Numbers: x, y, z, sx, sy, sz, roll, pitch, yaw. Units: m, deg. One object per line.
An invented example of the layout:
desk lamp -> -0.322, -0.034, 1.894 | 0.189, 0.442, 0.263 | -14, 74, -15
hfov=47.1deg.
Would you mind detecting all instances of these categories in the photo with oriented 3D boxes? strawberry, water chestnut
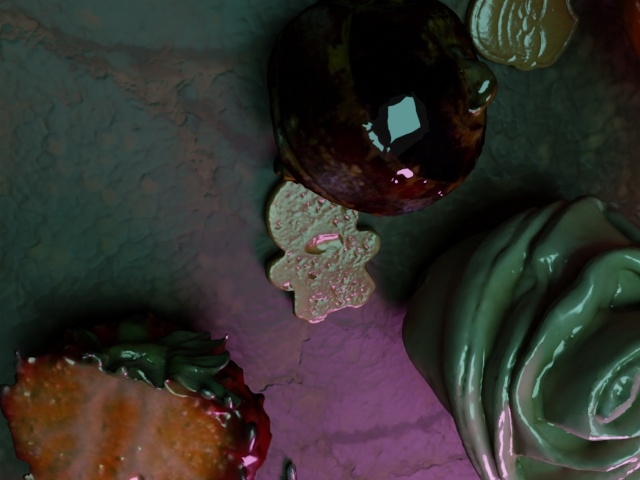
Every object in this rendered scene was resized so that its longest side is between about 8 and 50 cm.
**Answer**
strawberry -> -0.173, 0.204, 0.776 | 0.253, 0.150, 0.280 | -1, 113, 6
water chestnut -> 0.045, -0.124, 0.693 | 0.223, 0.224, 0.238 | 32, 137, -23

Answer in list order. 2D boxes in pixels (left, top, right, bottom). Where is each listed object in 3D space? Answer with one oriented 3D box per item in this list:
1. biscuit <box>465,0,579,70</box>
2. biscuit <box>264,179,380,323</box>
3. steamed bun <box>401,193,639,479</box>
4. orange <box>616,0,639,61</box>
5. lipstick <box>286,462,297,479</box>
biscuit -> 0.218, -0.235, 0.789 | 0.130, 0.019, 0.102 | 3, 110, -17
biscuit -> -0.004, 0.004, 0.809 | 0.133, 0.027, 0.184 | -30, 113, -4
steamed bun -> 0.265, 0.103, 0.752 | 0.309, 0.219, 0.324 | -28, 72, -3
orange -> 0.471, -0.279, 0.679 | 0.424, 0.326, 0.424 | -4, 98, -29
lipstick -> -0.034, 0.328, 0.922 | 0.025, 0.025, 0.107 | -6, 104, -14
